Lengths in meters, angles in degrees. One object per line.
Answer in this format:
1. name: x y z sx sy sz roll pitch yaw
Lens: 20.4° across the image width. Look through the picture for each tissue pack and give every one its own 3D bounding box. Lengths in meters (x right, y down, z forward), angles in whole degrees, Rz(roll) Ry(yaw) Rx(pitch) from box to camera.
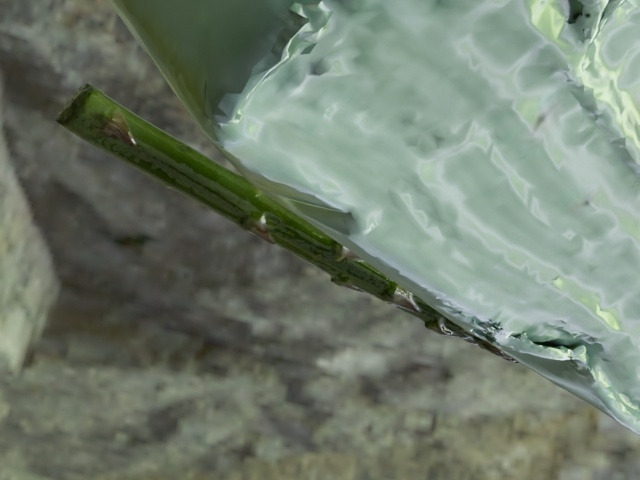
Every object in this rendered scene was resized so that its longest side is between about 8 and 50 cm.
1. tissue pack: 0.000 -0.153 0.537 0.162 0.388 0.287 -41 -33 11

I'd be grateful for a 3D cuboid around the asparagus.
1. asparagus: 0.000 0.000 0.769 0.248 0.024 0.025 28 -24 -11
